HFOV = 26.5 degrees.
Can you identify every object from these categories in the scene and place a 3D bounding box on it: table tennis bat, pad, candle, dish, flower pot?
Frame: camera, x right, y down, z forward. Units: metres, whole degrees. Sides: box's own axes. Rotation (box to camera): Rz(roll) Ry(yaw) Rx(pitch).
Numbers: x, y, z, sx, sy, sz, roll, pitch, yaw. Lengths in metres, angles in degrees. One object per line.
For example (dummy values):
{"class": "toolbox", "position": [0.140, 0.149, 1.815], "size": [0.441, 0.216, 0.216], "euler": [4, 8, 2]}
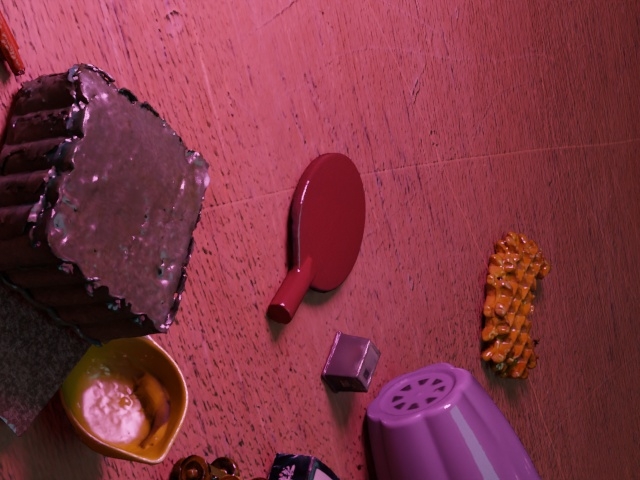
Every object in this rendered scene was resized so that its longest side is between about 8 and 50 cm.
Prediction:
{"class": "table tennis bat", "position": [0.000, 0.000, 2.037], "size": [0.310, 0.038, 0.200], "euler": [-61, 140, -38]}
{"class": "pad", "position": [-0.315, 0.083, 1.506], "size": [0.158, 0.003, 0.235], "euler": [57, 43, -26]}
{"class": "candle", "position": [-0.353, -0.251, 1.433], "size": [0.026, 0.021, 0.167], "euler": [-90, 162, -56]}
{"class": "dish", "position": [-0.238, 0.185, 1.577], "size": [0.149, 0.080, 0.207], "euler": [-11, 59, -30]}
{"class": "flower pot", "position": [0.197, 0.346, 2.229], "size": [0.265, 0.265, 0.243], "euler": [-46, 116, -48]}

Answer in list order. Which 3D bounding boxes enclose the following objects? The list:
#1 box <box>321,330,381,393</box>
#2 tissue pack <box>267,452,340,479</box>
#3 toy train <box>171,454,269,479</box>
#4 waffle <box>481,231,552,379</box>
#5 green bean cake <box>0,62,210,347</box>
{"class": "box", "position": [0.050, 0.191, 2.113], "size": [0.060, 0.063, 0.084], "euler": [56, 46, -44]}
{"class": "tissue pack", "position": [-0.041, 0.402, 1.949], "size": [0.103, 0.090, 0.170], "euler": [50, 49, -50]}
{"class": "toy train", "position": [-0.112, 0.362, 1.716], "size": [0.090, 0.225, 0.137], "euler": [20, 92, -56]}
{"class": "waffle", "position": [0.389, 0.125, 2.683], "size": [0.260, 0.069, 0.293], "euler": [28, 67, -58]}
{"class": "green bean cake", "position": [-0.249, -0.040, 1.506], "size": [0.241, 0.132, 0.255], "euler": [39, 51, -45]}
